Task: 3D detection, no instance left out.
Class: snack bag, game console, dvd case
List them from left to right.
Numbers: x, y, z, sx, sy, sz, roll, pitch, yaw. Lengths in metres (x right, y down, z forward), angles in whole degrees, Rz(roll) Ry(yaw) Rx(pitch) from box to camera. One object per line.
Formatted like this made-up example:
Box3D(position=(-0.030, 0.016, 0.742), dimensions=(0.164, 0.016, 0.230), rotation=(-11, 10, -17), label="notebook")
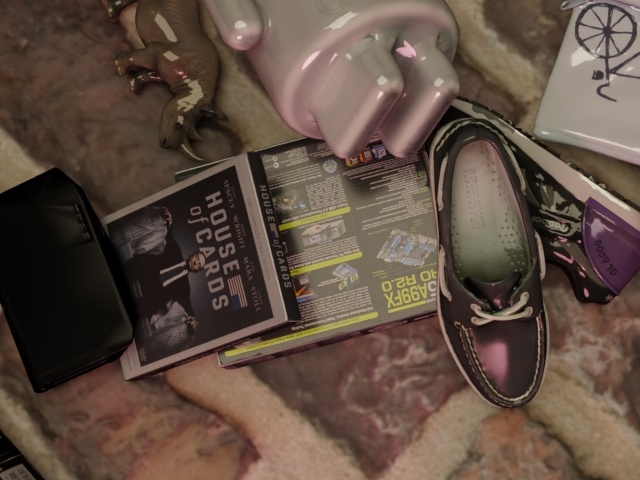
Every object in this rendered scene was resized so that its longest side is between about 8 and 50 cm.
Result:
Box3D(position=(-0.379, 0.086, 1.654), dimensions=(0.361, 0.044, 0.213), rotation=(-26, 79, 9), label="game console")
Box3D(position=(-0.134, 0.030, 1.597), dimensions=(0.238, 0.029, 0.179), rotation=(-22, 78, 37), label="dvd case")
Box3D(position=(0.402, -0.215, 1.559), dimensions=(0.323, 0.037, 0.342), rotation=(19, 83, 16), label="snack bag")

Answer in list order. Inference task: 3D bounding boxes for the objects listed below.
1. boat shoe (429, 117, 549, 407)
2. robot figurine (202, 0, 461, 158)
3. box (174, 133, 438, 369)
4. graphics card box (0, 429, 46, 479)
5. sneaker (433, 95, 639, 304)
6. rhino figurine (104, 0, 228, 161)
Box3D(position=(0.165, 0.031, 1.524), dimensions=(0.114, 0.091, 0.302), rotation=(-16, 100, 1), label="boat shoe")
Box3D(position=(0.008, -0.245, 1.570), dimensions=(0.200, 0.300, 0.353), rotation=(-53, 52, 36), label="robot figurine")
Box3D(position=(0.000, 0.000, 1.631), dimensions=(0.270, 0.060, 0.216), rotation=(-16, 81, 4), label="box")
Box3D(position=(-0.427, 0.271, 1.599), dimensions=(0.233, 0.094, 0.371), rotation=(-43, 84, 10), label="graphics card box")
Box3D(position=(0.204, -0.041, 1.593), dimensions=(0.283, 0.107, 0.124), rotation=(35, 93, 10), label="sneaker")
Box3D(position=(-0.165, -0.199, 1.672), dimensions=(0.106, 0.073, 0.243), rotation=(-19, 82, 7), label="rhino figurine")
